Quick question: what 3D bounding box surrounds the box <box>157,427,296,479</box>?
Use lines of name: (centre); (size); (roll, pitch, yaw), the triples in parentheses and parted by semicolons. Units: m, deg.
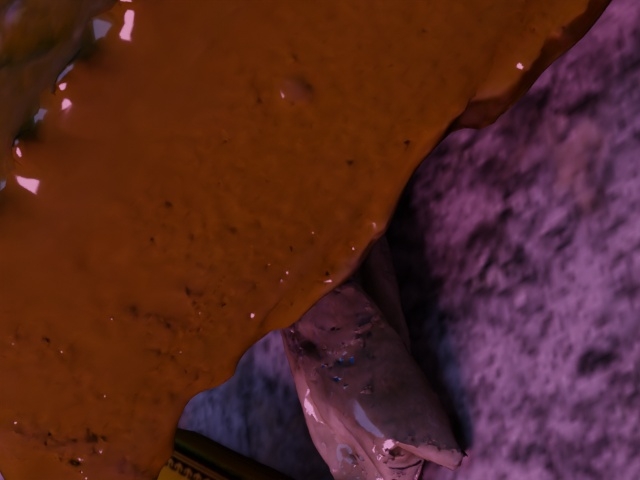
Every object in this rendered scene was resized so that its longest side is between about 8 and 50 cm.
box: (-0.056, 0.229, 0.759); (0.153, 0.041, 0.279); (16, 94, 55)

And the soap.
soap: (0.001, -0.065, 0.618); (0.304, 0.169, 0.338); (-1, 71, 44)

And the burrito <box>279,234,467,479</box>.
burrito: (0.000, -0.001, 0.743); (0.058, 0.063, 0.229); (-21, 64, 3)
